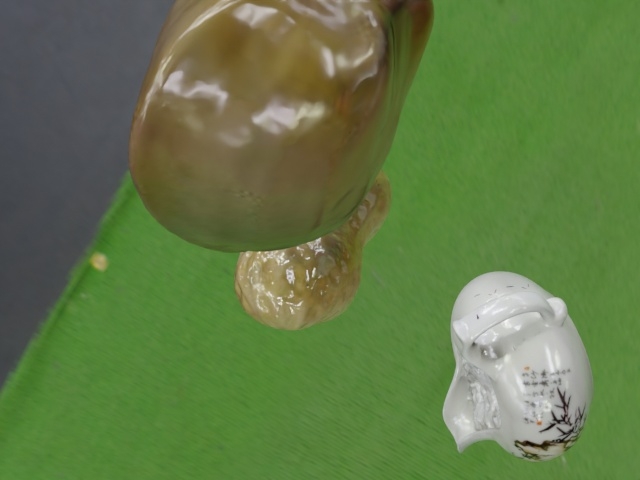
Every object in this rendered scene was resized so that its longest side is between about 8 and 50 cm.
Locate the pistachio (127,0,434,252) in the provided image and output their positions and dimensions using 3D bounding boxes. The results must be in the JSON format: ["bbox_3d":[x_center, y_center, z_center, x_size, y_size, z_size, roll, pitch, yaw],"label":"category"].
[{"bbox_3d":[-0.035,-0.077,1.103,0.213,0.260,0.163,-17,55,-24],"label":"pistachio"}]

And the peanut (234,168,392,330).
[{"bbox_3d":[0.000,0.000,1.640,0.120,0.110,0.236,37,46,1],"label":"peanut"}]

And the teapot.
[{"bbox_3d":[0.198,0.129,1.800,0.166,0.299,0.208,-15,59,4],"label":"teapot"}]
